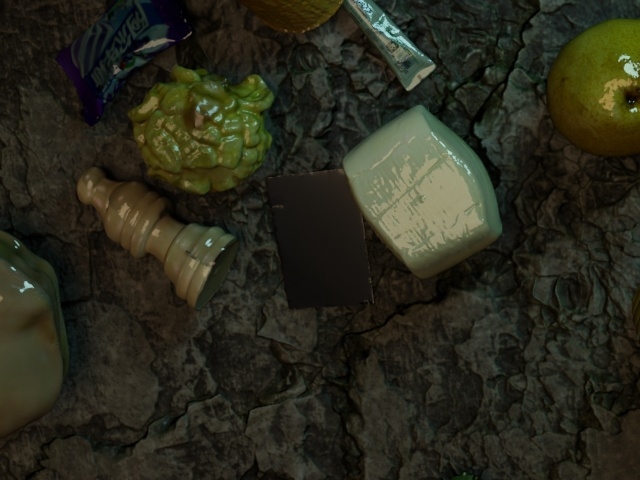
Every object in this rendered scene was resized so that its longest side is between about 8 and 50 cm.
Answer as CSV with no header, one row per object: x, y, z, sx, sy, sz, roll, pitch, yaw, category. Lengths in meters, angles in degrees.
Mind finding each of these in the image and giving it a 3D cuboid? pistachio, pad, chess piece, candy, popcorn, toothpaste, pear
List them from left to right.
-0.634,0.191,2.035,0.365,0.281,0.445,22,110,-5,pistachio
-0.344,-0.330,1.917,0.275,0.070,0.145,-37,83,25,candy
-0.302,-0.020,1.970,0.307,0.124,0.139,33,144,11,chess piece
-0.194,-0.191,1.844,0.235,0.181,0.217,32,110,2,popcorn
0.000,0.000,1.929,0.163,0.004,0.243,-5,104,18,pad
0.093,-0.339,1.791,0.064,0.041,0.218,-41,94,17,toothpaste
0.430,-0.221,1.627,0.209,0.209,0.209,5,106,16,pear

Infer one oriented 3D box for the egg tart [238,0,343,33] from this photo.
-0.062,-0.434,1.739,0.215,0.171,0.215,2,94,28,egg tart

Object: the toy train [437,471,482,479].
0.234,0.488,1.873,0.090,0.225,0.137,-7,110,18,toy train

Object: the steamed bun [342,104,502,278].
0.170,-0.078,1.773,0.200,0.155,0.250,-35,86,20,steamed bun

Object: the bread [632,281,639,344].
0.553,0.040,1.639,0.111,0.239,0.246,21,108,7,bread
